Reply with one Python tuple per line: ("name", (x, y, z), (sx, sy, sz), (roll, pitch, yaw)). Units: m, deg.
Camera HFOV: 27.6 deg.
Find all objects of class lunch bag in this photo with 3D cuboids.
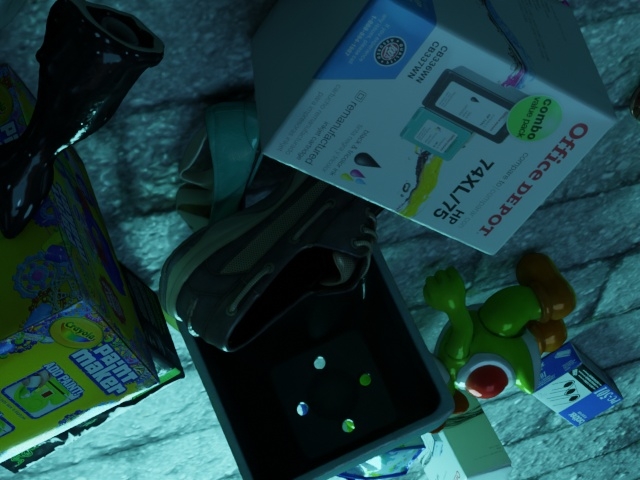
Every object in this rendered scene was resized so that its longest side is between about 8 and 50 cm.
("lunch bag", (0.056, 0.279, 1.896), (0.151, 0.129, 0.096), (0, 137, -33))

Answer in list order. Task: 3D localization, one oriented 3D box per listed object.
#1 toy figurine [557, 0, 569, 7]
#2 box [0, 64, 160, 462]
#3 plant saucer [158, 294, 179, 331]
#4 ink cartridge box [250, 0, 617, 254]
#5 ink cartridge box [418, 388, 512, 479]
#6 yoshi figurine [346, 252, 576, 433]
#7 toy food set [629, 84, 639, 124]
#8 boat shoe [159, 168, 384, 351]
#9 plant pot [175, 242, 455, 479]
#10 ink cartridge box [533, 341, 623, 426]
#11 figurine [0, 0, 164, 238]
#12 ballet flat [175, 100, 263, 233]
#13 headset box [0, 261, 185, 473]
("toy figurine", (0.203, -0.203, 1.414), (0.173, 0.130, 0.159), (9, 123, -5))
("box", (-0.340, 0.043, 1.206), (0.279, 0.290, 0.177), (-26, 145, 2))
("plant saucer", (-0.079, 0.059, 1.609), (0.241, 0.037, 0.241), (-17, 144, -13))
("ink cartridge box", (0.101, -0.156, 1.244), (0.270, 0.197, 0.198), (23, 125, -24))
("ink cartridge box", (0.200, 0.301, 1.960), (0.082, 0.191, 0.140), (-13, 143, -18))
("yoshi figurine", (0.160, 0.142, 1.796), (0.362, 0.204, 0.203), (-28, -172, -21))
("toy food set", (0.442, -0.173, 1.620), (0.218, 0.071, 0.128), (25, 98, -50))
("boat shoe", (0.000, 0.000, 1.394), (0.355, 0.130, 0.132), (-37, 152, -12))
("plant pot", (0.002, 0.166, 1.572), (0.247, 0.247, 0.252), (-25, 163, -1))
("ink cartridge box", (0.416, 0.239, 2.140), (0.097, 0.046, 0.207), (-34, 144, 14))
("figurine", (-0.267, -0.142, 1.087), (0.209, 0.215, 0.092), (-51, 164, 20))
("ballet flat", (-0.113, -0.060, 1.415), (0.087, 0.083, 0.247), (10, 137, -6))
("headset box", (-0.323, 0.117, 1.450), (0.246, 0.131, 0.283), (-30, 145, 7))
